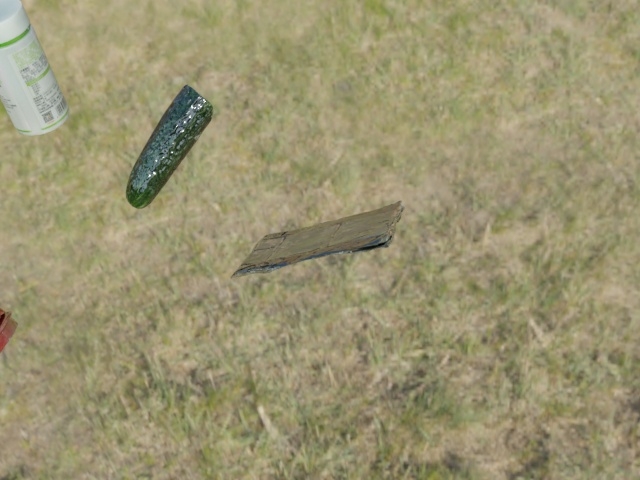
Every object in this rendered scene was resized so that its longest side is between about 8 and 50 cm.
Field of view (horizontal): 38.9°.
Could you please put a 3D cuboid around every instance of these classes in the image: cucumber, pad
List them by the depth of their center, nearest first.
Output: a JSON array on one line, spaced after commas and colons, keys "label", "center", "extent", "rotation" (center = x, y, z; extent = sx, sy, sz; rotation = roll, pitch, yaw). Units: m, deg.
[{"label": "pad", "center": [0.000, 0.001, 1.289], "extent": [0.233, 0.022, 0.174], "rotation": [-14, 16, 15]}, {"label": "cucumber", "center": [-0.272, -0.160, 1.596], "extent": [0.241, 0.074, 0.074], "rotation": [-54, 49, 12]}]

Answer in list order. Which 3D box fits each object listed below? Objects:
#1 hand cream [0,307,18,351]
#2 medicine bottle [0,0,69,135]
[{"label": "hand cream", "center": [-0.441, 0.117, 0.928], "extent": [0.230, 0.149, 0.230], "rotation": [-41, 15, 14]}, {"label": "medicine bottle", "center": [-0.431, -0.246, 1.297], "extent": [0.086, 0.183, 0.086], "rotation": [-8, 42, 7]}]
